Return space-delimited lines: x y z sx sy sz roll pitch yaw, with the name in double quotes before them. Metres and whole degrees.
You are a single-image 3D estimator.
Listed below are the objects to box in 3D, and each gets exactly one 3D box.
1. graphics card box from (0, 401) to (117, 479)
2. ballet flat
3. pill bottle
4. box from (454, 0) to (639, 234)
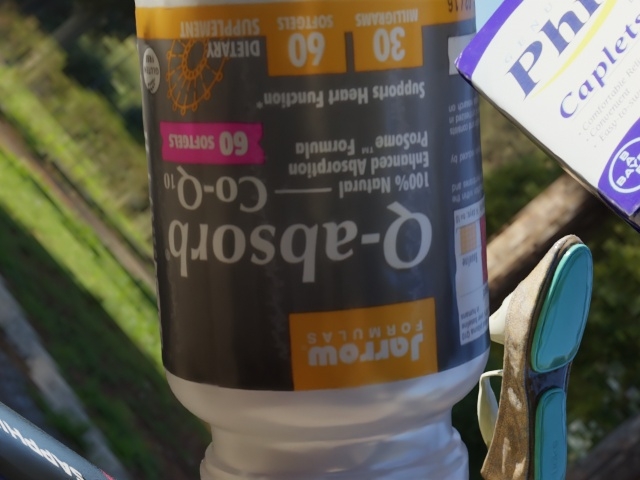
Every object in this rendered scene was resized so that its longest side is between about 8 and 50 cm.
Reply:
"graphics card box" -0.230 0.122 0.599 0.371 0.233 0.094 45 0 -42
"ballet flat" 0.227 0.141 1.895 0.106 0.316 0.107 16 13 40
"pill bottle" 0.000 0.000 0.812 0.162 0.162 0.279 -128 -146 -79
"box" 0.134 -0.067 0.599 0.072 0.126 0.137 35 9 -34
